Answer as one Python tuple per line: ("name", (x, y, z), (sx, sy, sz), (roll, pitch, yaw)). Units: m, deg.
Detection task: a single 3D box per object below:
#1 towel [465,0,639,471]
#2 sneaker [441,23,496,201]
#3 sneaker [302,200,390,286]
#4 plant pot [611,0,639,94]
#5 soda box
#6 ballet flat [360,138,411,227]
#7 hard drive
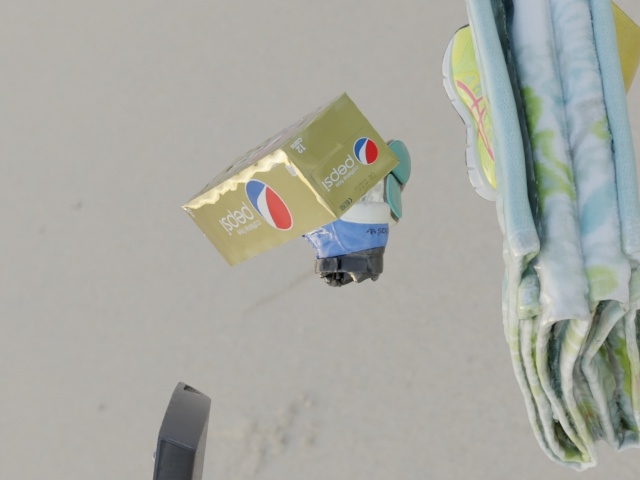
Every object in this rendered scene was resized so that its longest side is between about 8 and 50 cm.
("towel", (0.148, -0.068, 0.938), (0.090, 0.320, 0.374), (-7, 63, 9))
("sneaker", (0.209, -0.155, 1.693), (0.094, 0.081, 0.208), (-14, 93, 56))
("sneaker", (-0.001, 0.000, 1.358), (0.152, 0.058, 0.084), (9, 99, 39))
("plant pot", (0.215, -0.160, 1.220), (0.095, 0.134, 0.134), (-46, 30, 15))
("soda box", (-0.025, -0.036, 0.958), (0.061, 0.058, 0.181), (-43, 8, -26))
("ballet flat", (0.071, -0.067, 1.734), (0.052, 0.057, 0.168), (-26, 24, 23))
("hard drive", (-0.170, 0.275, 1.752), (0.254, 0.054, 0.172), (-91, 9, -82))
